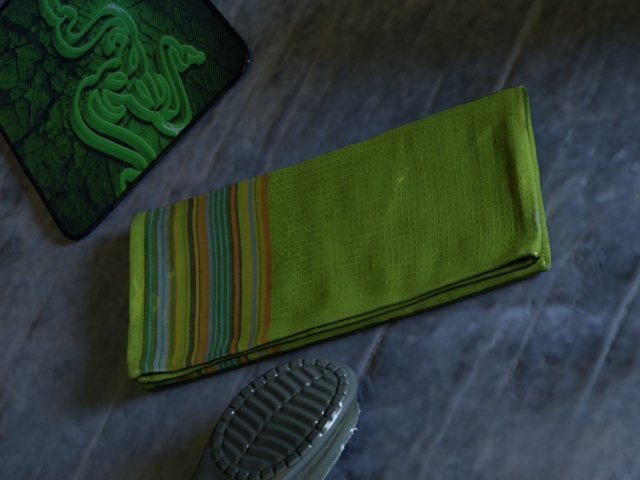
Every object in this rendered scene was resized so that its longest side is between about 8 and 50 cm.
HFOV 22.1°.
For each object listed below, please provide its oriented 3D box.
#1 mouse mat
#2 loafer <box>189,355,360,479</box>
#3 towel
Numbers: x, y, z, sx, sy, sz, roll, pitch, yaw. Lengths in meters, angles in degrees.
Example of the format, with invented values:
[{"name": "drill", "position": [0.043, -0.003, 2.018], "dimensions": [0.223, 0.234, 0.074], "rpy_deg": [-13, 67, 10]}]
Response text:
[{"name": "mouse mat", "position": [-0.133, -0.107, 0.967], "dimensions": [0.152, 0.007, 0.189], "rpy_deg": [-45, 54, 10]}, {"name": "loafer", "position": [-0.032, 0.119, 0.781], "dimensions": [0.056, 0.050, 0.148], "rpy_deg": [30, 73, 35]}, {"name": "towel", "position": [0.000, 0.000, 0.825], "dimensions": [0.237, 0.021, 0.102], "rpy_deg": [-18, 63, 26]}]
